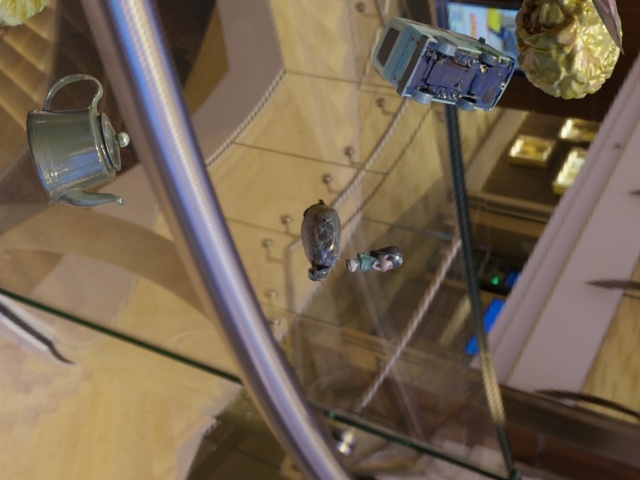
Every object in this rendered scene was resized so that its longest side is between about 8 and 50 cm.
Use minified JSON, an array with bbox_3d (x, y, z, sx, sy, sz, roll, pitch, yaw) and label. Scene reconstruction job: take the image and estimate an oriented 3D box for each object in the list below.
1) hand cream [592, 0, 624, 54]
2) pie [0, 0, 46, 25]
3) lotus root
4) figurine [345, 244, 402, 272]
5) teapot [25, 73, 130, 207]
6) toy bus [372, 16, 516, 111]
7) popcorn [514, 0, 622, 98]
[{"bbox_3d":[0.300,-0.306,0.971,0.067,0.043,0.209,39,36,-60],"label":"hand cream"},{"bbox_3d":[-0.422,-0.424,1.151,0.257,0.105,0.274,63,28,-53],"label":"pie"},{"bbox_3d":[0.003,0.000,1.754,0.088,0.088,0.165,15,74,-60],"label":"lotus root"},{"bbox_3d":[0.100,0.038,1.612,0.060,0.106,0.047,99,-20,-70],"label":"figurine"},{"bbox_3d":[-0.397,-0.165,1.478,0.162,0.149,0.239,80,-4,-80],"label":"teapot"},{"bbox_3d":[0.246,-0.359,1.775,0.271,0.165,0.133,2,124,-40],"label":"toy bus"},{"bbox_3d":[0.504,-0.422,1.820,0.259,0.212,0.259,-7,106,-26],"label":"popcorn"}]
